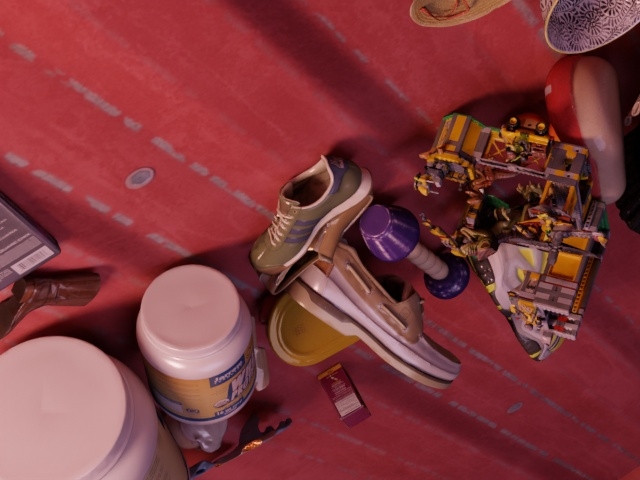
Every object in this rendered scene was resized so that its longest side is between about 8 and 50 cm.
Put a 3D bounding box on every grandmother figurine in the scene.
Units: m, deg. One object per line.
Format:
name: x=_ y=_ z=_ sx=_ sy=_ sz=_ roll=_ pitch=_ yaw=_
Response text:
grandmother figurine: x=-0.277 y=0.331 z=2.118 sx=0.342 sy=0.104 sz=0.208 roll=-36 pitch=-173 yaw=4

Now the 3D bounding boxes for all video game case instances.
video game case: x=-0.417 y=0.004 z=1.542 sx=0.196 sy=0.026 sz=0.274 roll=-31 pitch=150 yaw=3

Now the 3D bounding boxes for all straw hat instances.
straw hat: x=0.151 y=-0.289 z=1.559 sx=0.144 sy=0.061 sz=0.144 roll=-14 pitch=162 yaw=-5

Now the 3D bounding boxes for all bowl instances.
bowl: x=0.310 y=-0.300 z=1.665 sx=0.170 sy=0.080 sz=0.170 roll=-22 pitch=150 yaw=-14

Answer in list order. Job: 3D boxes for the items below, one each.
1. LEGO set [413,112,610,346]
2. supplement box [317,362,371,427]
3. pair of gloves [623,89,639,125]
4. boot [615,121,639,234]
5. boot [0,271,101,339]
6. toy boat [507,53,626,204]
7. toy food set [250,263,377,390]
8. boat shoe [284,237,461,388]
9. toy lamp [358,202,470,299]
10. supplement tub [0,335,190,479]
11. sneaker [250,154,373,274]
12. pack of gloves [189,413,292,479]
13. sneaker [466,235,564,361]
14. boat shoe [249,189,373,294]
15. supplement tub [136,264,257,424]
LEGO set: x=0.240 y=0.002 z=1.870 sx=0.331 sy=0.255 sz=0.192 roll=74 pitch=35 yaw=-66
supplement box: x=0.037 y=0.241 z=2.271 sx=0.043 sy=0.083 sz=0.055 roll=-30 pitch=152 yaw=2
pair of gloves: x=0.457 y=-0.265 z=1.805 sx=0.204 sy=0.042 sz=0.240 roll=-58 pitch=175 yaw=-35
boot: x=0.469 y=-0.076 z=1.930 sx=0.131 sy=0.348 sz=0.260 roll=27 pitch=138 yaw=-4
boot: x=-0.323 y=0.077 z=1.738 sx=0.114 sy=0.037 sz=0.106 roll=-4 pitch=145 yaw=-46
toy boat: x=0.315 y=-0.140 z=1.895 sx=0.151 sy=0.151 sz=0.231 roll=-4 pitch=154 yaw=13
toy food set: x=-0.023 y=0.099 z=2.017 sx=0.218 sy=0.071 sz=0.128 roll=-26 pitch=119 yaw=-19
boat shoe: x=0.093 y=0.101 z=1.971 sx=0.302 sy=0.113 sz=0.103 roll=33 pitch=94 yaw=-33
toy lamp: x=0.128 y=0.012 z=2.001 sx=0.080 sy=0.080 sz=0.274 roll=-37 pitch=153 yaw=12
supplement tub: x=-0.305 y=0.279 z=1.862 sx=0.235 sy=0.235 sz=0.325 roll=-26 pitch=151 yaw=-7
sneaker: x=-0.031 y=-0.038 z=1.796 sx=0.192 sy=0.064 sz=0.086 roll=-40 pitch=142 yaw=18
pack of gloves: x=-0.149 y=0.313 z=2.216 sx=0.195 sy=0.046 sz=0.232 roll=-28 pitch=175 yaw=12
sneaker: x=0.332 y=0.068 z=2.207 sx=0.147 sy=0.145 sz=0.385 roll=-33 pitch=153 yaw=5
boat shoe: x=0.000 y=0.000 z=1.866 sx=0.190 sy=0.072 sz=0.068 roll=-40 pitch=150 yaw=18
supplement tub: x=-0.156 y=0.133 z=1.859 sx=0.144 sy=0.144 sz=0.200 roll=-23 pitch=151 yaw=-13
